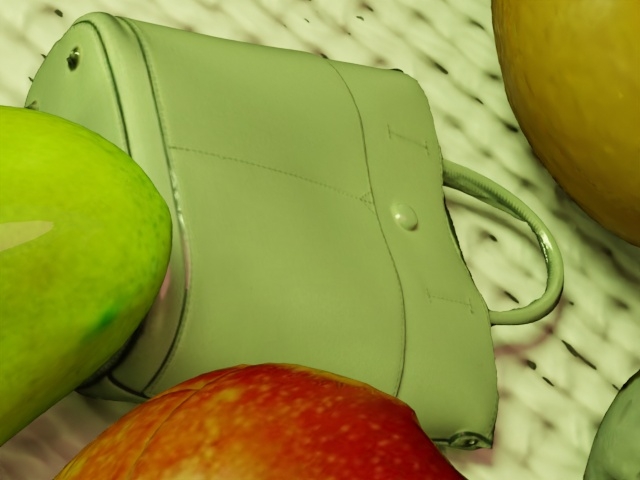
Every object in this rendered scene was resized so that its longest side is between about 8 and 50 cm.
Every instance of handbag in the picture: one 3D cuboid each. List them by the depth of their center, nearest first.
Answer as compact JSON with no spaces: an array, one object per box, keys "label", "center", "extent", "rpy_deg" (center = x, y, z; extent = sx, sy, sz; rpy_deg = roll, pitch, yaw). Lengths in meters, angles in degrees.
[{"label":"handbag","center":[0.000,0.000,0.816],"extent":[0.315,0.109,0.241],"rpy_deg":[10,57,-39]}]

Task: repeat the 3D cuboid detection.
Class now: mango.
[{"label":"mango","center":[-0.203,0.027,0.613],"extent":[0.273,0.149,0.185],"rpy_deg":[-31,50,-32]}]

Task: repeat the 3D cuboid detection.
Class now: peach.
[{"label":"peach","center":[-0.010,0.182,0.556],"extent":[0.249,0.274,0.245],"rpy_deg":[15,52,-14]}]

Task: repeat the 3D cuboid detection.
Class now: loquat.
[{"label":"loquat","center":[0.256,-0.139,0.875],"extent":[0.328,0.328,0.328],"rpy_deg":[14,56,-21]}]

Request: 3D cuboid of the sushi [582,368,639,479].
[{"label":"sushi","center":[0.299,0.175,0.763],"extent":[0.208,0.234,0.348],"rpy_deg":[-8,70,-34]}]
